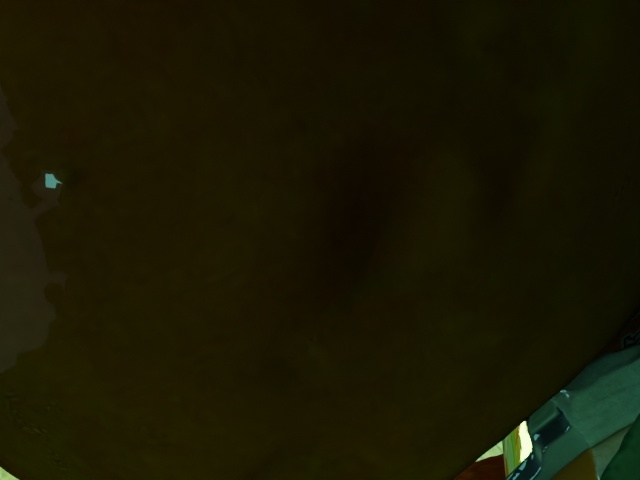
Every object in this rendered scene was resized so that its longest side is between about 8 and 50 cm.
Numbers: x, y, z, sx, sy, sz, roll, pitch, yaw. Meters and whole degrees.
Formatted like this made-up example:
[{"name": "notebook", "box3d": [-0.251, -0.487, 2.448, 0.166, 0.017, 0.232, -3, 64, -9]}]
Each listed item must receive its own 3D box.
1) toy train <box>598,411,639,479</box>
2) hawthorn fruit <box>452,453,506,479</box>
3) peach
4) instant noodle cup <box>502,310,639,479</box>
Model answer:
[{"name": "toy train", "box3d": [0.166, 0.125, 0.375, 0.266, 0.202, 0.145, 16, 141, 33]}, {"name": "hawthorn fruit", "box3d": [0.136, 0.215, 0.818, 0.262, 0.210, 0.210, 12, 131, 59]}, {"name": "peach", "box3d": [-0.033, -0.083, 0.535, 0.301, 0.343, 0.343, 45, 168, -10]}, {"name": "instant noodle cup", "box3d": [0.134, 0.066, 0.586, 0.125, 0.177, 0.208, -95, -12, -50]}]
